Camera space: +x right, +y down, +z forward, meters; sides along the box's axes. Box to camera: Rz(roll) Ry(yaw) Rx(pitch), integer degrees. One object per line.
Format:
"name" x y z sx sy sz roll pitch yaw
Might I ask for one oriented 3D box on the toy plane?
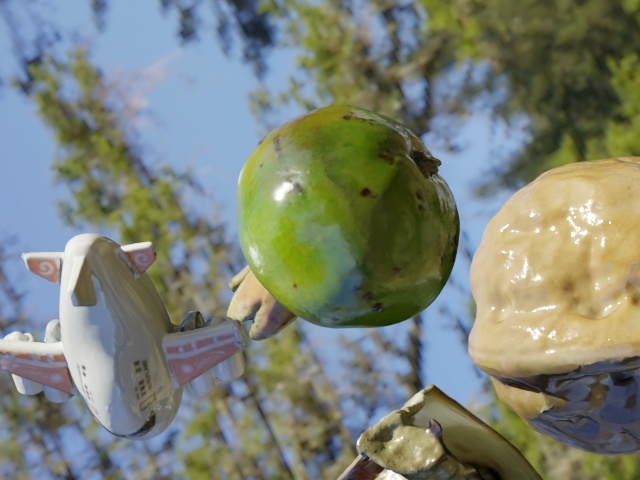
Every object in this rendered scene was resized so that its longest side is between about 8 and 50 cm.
"toy plane" -0.187 0.093 1.641 0.245 0.244 0.117 50 -153 -30

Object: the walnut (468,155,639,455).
"walnut" 0.361 0.072 2.162 0.383 0.383 0.384 50 -157 -31

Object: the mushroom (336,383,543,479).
"mushroom" 0.133 0.296 2.043 0.217 0.212 0.292 44 179 8

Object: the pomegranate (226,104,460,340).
"pomegranate" 0.000 0.000 1.828 0.236 0.302 0.236 28 -138 -29
